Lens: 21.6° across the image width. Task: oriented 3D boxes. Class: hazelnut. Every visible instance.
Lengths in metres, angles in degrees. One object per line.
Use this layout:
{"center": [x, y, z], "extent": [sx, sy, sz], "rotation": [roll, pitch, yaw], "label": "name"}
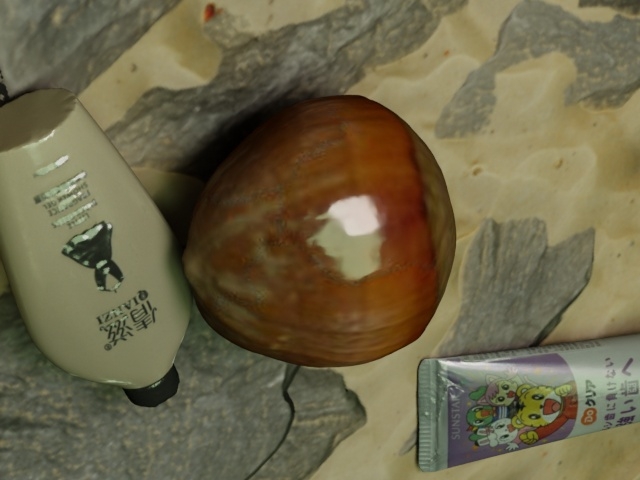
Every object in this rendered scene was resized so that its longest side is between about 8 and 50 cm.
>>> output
{"center": [0.000, 0.000, 1.207], "extent": [0.214, 0.176, 0.214], "rotation": [-16, 128, -21], "label": "hazelnut"}

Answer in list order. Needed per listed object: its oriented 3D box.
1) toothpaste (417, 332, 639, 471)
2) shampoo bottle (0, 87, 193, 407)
{"center": [0.228, 0.130, 1.467], "extent": [0.299, 0.073, 0.114], "rotation": [-9, 119, -14], "label": "toothpaste"}
{"center": [-0.162, 0.017, 1.194], "extent": [0.127, 0.078, 0.257], "rotation": [-32, 128, -14], "label": "shampoo bottle"}
